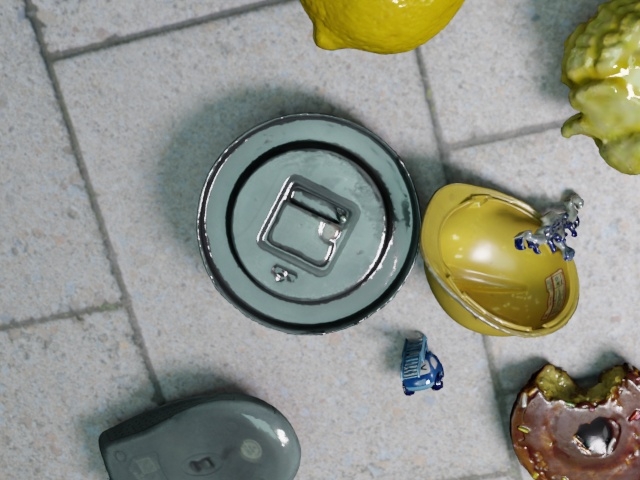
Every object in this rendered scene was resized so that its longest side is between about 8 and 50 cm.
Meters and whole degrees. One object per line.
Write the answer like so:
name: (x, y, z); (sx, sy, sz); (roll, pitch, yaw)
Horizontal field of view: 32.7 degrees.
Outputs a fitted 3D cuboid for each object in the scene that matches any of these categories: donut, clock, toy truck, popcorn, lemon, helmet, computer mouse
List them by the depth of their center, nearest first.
lemon: (0.078, -0.351, 1.370); (0.228, 0.228, 0.253); (33, 119, -3)
popcorn: (0.428, -0.207, 1.377); (0.256, 0.195, 0.255); (21, 118, -20)
helmet: (0.222, 0.048, 1.524); (0.257, 0.205, 0.140); (27, 149, -11)
clock: (-0.017, -0.025, 1.551); (0.319, 0.066, 0.319); (0, 100, -2)
toy truck: (0.144, 0.195, 1.601); (0.063, 0.136, 0.074); (-14, 107, 12)
donut: (0.398, 0.272, 1.608); (0.230, 0.096, 0.216); (-20, 107, 16)
computer mouse: (-0.189, 0.334, 1.718); (0.371, 0.122, 0.188); (-20, 104, 23)

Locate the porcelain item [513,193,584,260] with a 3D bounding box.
porcelain item: (0.329, -0.004, 1.509); (0.075, 0.136, 0.021); (60, 151, -6)
